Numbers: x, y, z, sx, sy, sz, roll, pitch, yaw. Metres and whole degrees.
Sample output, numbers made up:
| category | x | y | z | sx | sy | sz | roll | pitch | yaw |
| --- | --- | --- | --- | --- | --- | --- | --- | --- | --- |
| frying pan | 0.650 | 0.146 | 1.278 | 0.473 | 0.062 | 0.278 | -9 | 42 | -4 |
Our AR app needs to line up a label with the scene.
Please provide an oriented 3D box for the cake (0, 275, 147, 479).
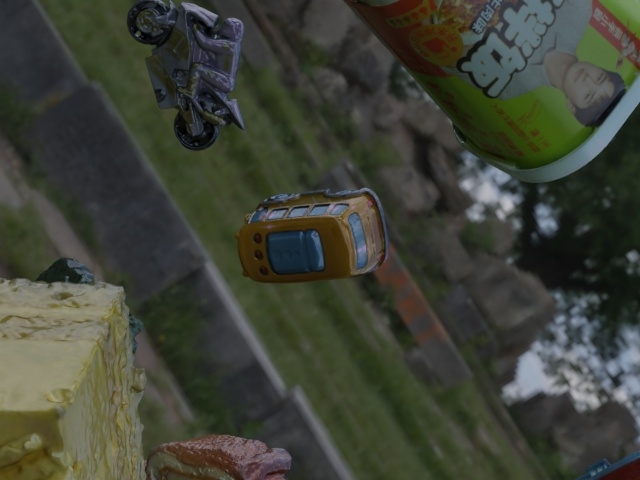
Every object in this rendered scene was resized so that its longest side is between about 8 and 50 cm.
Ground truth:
| category | x | y | z | sx | sy | sz | roll | pitch | yaw |
| --- | --- | --- | --- | --- | --- | --- | --- | --- | --- |
| cake | -0.274 | 0.188 | 1.096 | 0.286 | 0.227 | 0.222 | -79 | 168 | -62 |

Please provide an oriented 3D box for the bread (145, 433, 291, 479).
| category | x | y | z | sx | sy | sz | roll | pitch | yaw |
| --- | --- | --- | --- | --- | --- | --- | --- | --- | --- |
| bread | -0.181 | 0.393 | 2.123 | 0.123 | 0.244 | 0.190 | 14 | 83 | -61 |

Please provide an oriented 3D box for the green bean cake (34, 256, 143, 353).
| category | x | y | z | sx | sy | sz | roll | pitch | yaw |
| --- | --- | --- | --- | --- | --- | --- | --- | --- | --- |
| green bean cake | -0.415 | 0.208 | 2.159 | 0.169 | 0.300 | 0.308 | 49 | -8 | -29 |

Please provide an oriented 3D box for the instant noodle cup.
| category | x | y | z | sx | sy | sz | roll | pitch | yaw |
| --- | --- | --- | --- | --- | --- | --- | --- | --- | --- |
| instant noodle cup | 0.187 | -0.261 | 1.536 | 0.308 | 0.294 | 0.294 | 37 | 11 | -34 |

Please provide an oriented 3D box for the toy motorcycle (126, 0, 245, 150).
| category | x | y | z | sx | sy | sz | roll | pitch | yaw |
| --- | --- | --- | --- | --- | --- | --- | --- | --- | --- |
| toy motorcycle | -0.167 | -0.247 | 1.910 | 0.073 | 0.152 | 0.225 | -52 | 119 | -81 |

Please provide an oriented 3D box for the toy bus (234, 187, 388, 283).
| category | x | y | z | sx | sy | sz | roll | pitch | yaw |
| --- | --- | --- | --- | --- | --- | --- | --- | --- | --- |
| toy bus | -0.019 | 0.001 | 1.996 | 0.136 | 0.209 | 0.126 | -37 | 119 | -62 |

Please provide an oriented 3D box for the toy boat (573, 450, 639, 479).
| category | x | y | z | sx | sy | sz | roll | pitch | yaw |
| --- | --- | --- | --- | --- | --- | --- | --- | --- | --- |
| toy boat | 0.340 | 0.265 | 1.509 | 0.069 | 0.173 | 0.059 | 47 | 26 | -24 |
